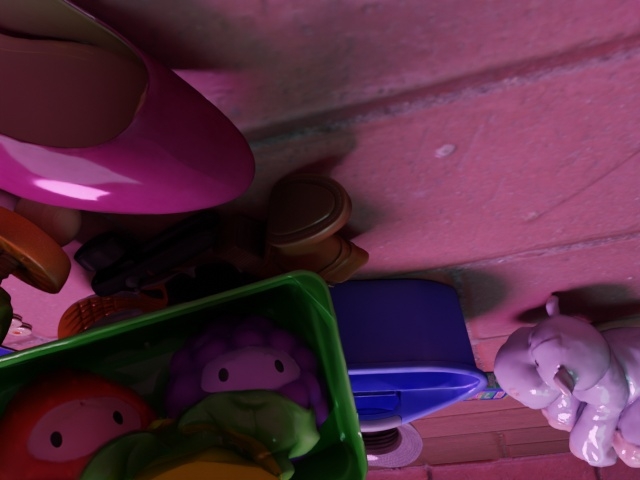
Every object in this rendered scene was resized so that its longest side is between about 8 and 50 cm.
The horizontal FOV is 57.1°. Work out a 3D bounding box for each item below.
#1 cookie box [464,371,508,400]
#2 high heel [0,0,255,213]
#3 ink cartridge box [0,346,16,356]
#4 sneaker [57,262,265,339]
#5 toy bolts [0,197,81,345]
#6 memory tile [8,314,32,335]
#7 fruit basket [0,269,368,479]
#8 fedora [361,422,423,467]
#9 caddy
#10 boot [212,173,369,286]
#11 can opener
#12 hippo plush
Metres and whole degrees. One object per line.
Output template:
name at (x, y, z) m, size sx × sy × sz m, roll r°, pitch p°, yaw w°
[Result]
cookie box at (0.354, 0.313, 1.262) m, size 0.107 × 0.040 × 0.092 m, roll -3°, pitch 151°, yaw -2°
high heel at (-0.178, -0.118, 0.304) m, size 0.377 × 0.127 × 0.181 m, roll 18°, pitch 156°, yaw -28°
ink cartridge box at (-0.647, 0.159, 0.861) m, size 0.175 × 0.069 × 0.371 m, roll -14°, pitch 152°, yaw 20°
sneaker at (-0.188, 0.083, 0.753) m, size 0.262 × 0.099 × 0.121 m, roll -8°, pitch -178°, yaw -10°
toy bolts at (-0.310, -0.036, 0.474) m, size 0.218 × 0.159 × 0.228 m, roll 32°, pitch 152°, yaw -5°
memory tile at (-0.485, 0.109, 0.830) m, size 0.113 × 0.012 × 0.148 m, roll -1°, pitch 151°, yaw -3°
fruit basket at (-0.126, 0.204, 0.520) m, size 0.391 × 0.283 × 0.392 m, roll -13°, pitch -171°, yaw 2°
fedora at (0.061, 0.326, 1.138) m, size 0.275 × 0.124 × 0.244 m, roll 6°, pitch 136°, yaw 7°
caddy at (0.062, 0.181, 0.844) m, size 0.341 × 0.179 × 0.241 m, roll -2°, pitch 153°, yaw -2°
boot at (0.000, 0.000, 0.617) m, size 0.152 × 0.073 × 0.197 m, roll 22°, pitch 155°, yaw -37°
can opener at (-0.184, 0.017, 0.639) m, size 0.186 × 0.059 × 0.073 m, roll -16°, pitch 148°, yaw 24°
hippo plush at (0.404, 0.217, 0.883) m, size 0.236 × 0.235 × 0.294 m, roll 15°, pitch 148°, yaw -31°
